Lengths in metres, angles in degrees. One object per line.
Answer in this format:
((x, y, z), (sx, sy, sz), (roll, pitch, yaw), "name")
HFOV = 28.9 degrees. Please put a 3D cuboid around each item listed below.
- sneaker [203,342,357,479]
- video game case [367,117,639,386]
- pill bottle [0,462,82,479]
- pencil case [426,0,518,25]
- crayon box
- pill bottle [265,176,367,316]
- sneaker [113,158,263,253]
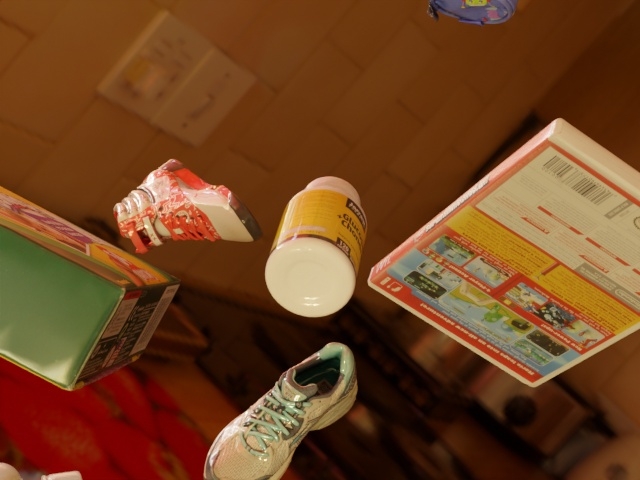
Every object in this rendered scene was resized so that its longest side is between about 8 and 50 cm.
((-0.057, 0.238, 1.724), (0.110, 0.283, 0.122), (36, -33, 19), "sneaker")
((0.197, 0.024, 1.095), (0.204, 0.285, 0.025), (32, 51, -13), "video game case")
((-0.336, 0.275, 1.122), (0.245, 0.136, 0.136), (-5, 26, -17), "pill bottle")
((0.242, -0.438, 1.721), (0.119, 0.306, 0.133), (15, -18, 8), "pencil case")
((-0.310, 0.009, 1.160), (0.313, 0.106, 0.363), (28, -1, 1), "crayon box")
((0.000, 0.000, 1.446), (0.103, 0.103, 0.184), (39, 29, -14), "pill bottle")
((-0.204, -0.023, 1.829), (0.270, 0.145, 0.090), (31, -25, 49), "sneaker")
